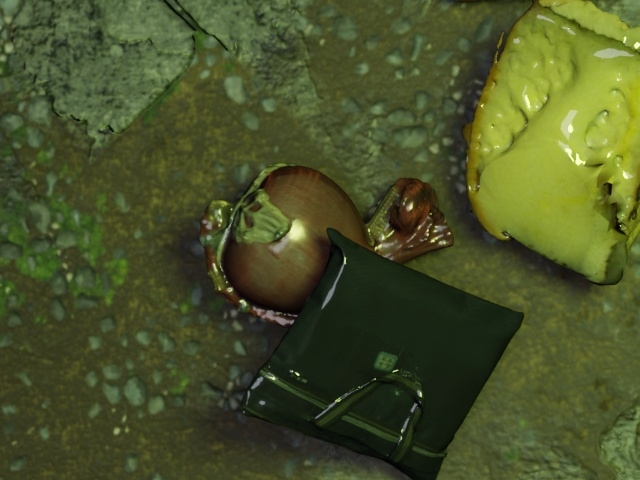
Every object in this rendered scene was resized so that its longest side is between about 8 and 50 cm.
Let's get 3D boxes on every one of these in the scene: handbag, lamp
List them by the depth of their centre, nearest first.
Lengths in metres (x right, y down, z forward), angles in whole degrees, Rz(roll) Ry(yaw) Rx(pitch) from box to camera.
[{"bbox_3d":[0.063,0.124,1.903,0.254,0.088,0.211,24,95,-29],"label":"handbag"},{"bbox_3d":[-0.005,-0.006,1.955,0.223,0.151,0.215,26,103,-28],"label":"lamp"}]

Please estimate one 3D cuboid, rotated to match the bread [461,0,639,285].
[{"bbox_3d":[0.255,-0.113,1.880,0.204,0.162,0.262,24,116,13],"label":"bread"}]
